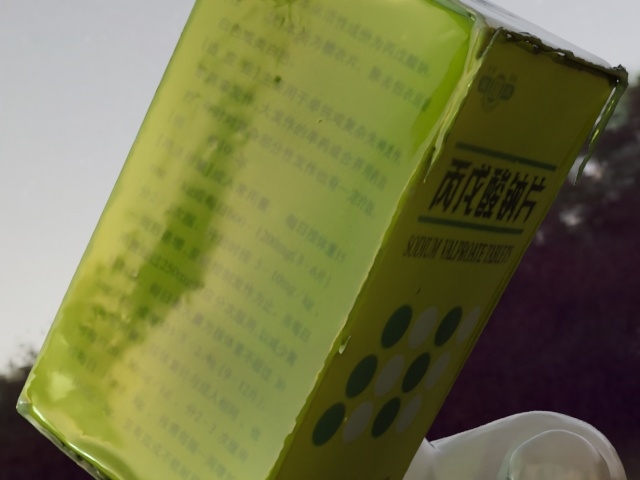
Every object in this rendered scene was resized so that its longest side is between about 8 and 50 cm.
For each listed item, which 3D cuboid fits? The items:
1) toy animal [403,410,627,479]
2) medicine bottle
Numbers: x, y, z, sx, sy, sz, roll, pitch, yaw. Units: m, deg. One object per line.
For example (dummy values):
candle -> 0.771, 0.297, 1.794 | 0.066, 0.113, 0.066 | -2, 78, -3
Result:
toy animal -> 0.060, 0.216, 1.154 | 0.367, 0.196, 0.241 | 4, -29, -7
medicine bottle -> 0.000, 0.000, 0.599 | 0.141, 0.250, 0.137 | 33, 14, 31
